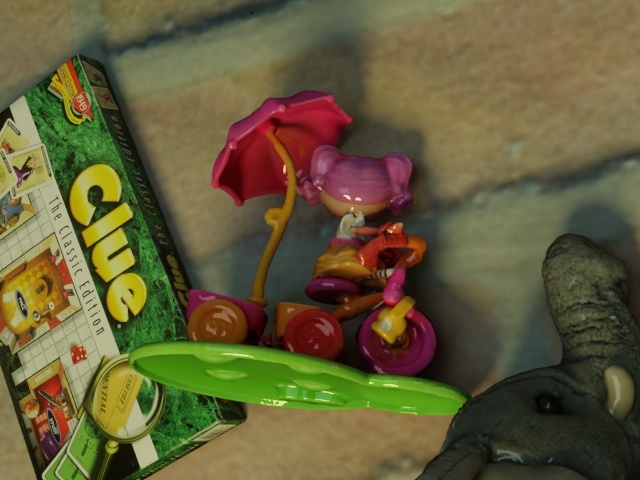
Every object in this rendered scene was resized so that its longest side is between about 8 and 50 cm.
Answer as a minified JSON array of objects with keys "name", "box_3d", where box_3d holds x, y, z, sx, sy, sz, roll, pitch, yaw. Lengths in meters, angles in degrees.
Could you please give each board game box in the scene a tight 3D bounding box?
[{"name":"board game box","box_3d":[-0.150,0.025,0.689,0.136,0.030,0.260,-32,67,17]}]

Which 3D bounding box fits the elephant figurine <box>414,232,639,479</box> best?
[{"name":"elephant figurine","box_3d":[0.097,0.135,0.473,0.239,0.186,0.169,52,126,29]}]

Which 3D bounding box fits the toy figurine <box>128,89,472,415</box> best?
[{"name":"toy figurine","box_3d":[0.000,0.000,0.578,0.173,0.130,0.159,6,73,6]}]
